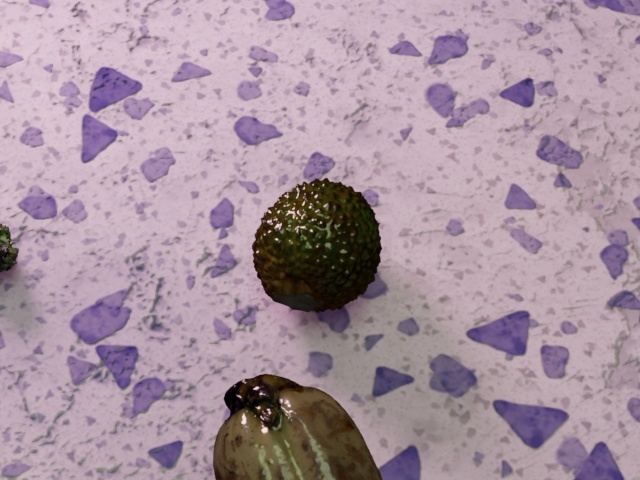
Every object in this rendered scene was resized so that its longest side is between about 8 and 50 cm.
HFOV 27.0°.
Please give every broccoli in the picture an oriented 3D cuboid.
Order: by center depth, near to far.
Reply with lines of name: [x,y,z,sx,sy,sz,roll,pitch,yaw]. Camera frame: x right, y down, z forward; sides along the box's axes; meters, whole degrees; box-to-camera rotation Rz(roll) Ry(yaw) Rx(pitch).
broccoli: [-0.408,-0.007,1.599,0.095,0.092,0.097,8,41,-16]

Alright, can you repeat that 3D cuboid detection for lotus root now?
lotus root: [-0.013,0.293,1.431,0.173,0.173,0.309,-17,63,-15]

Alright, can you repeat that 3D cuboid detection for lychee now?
lychee: [0.000,0.000,1.597,0.171,0.171,0.171,2,60,-4]
